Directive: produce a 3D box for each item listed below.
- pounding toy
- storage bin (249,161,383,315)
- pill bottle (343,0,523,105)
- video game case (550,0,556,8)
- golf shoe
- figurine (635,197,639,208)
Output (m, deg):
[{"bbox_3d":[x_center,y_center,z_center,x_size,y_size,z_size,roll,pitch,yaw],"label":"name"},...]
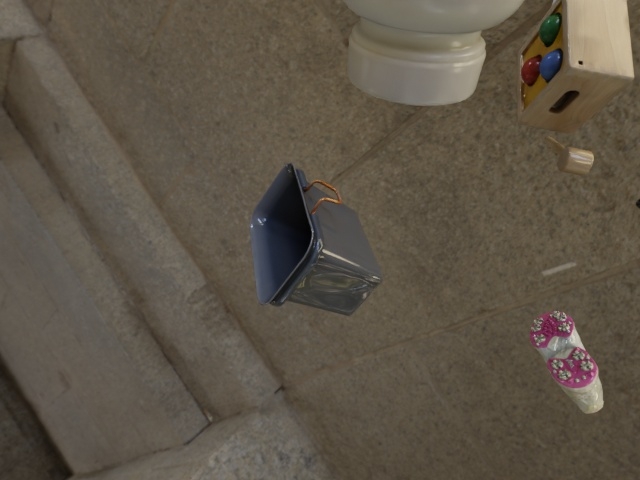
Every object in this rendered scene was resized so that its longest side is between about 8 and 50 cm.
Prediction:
[{"bbox_3d":[0.318,-0.190,0.663,0.094,0.206,0.181,10,161,-4],"label":"pounding toy"},{"bbox_3d":[0.000,0.000,0.449,0.098,0.091,0.135,-52,33,26],"label":"storage bin"},{"bbox_3d":[0.096,-0.271,0.378,0.169,0.169,0.302,28,134,27],"label":"pill bottle"},{"bbox_3d":[0.445,-0.416,0.743,0.019,0.143,0.157,33,163,-35],"label":"video game case"},{"bbox_3d":[0.604,0.293,1.202,0.115,0.306,0.140,-26,107,21],"label":"golf shoe"},{"bbox_3d":[0.485,-0.113,0.523,0.209,0.092,0.215,10,118,19],"label":"figurine"}]
